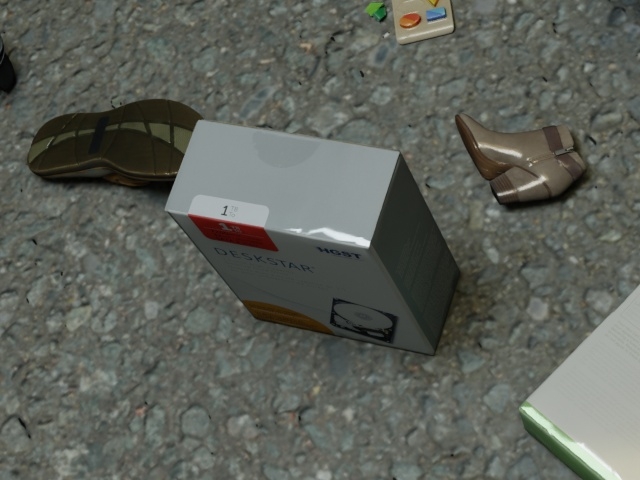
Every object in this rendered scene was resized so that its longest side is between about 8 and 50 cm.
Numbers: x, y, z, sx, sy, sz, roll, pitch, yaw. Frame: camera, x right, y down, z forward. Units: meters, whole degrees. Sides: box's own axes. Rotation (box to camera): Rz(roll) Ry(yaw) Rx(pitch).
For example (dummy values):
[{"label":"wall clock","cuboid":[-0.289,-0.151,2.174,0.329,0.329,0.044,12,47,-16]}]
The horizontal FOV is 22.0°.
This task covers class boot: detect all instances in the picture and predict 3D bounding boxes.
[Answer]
[{"label":"boot","cuboid":[0.182,-0.083,1.481,0.087,0.042,0.118,-24,61,-2]}]

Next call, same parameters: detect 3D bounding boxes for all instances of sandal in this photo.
[{"label":"sandal","cuboid":[-0.188,-0.082,1.591,0.219,0.060,0.090,-5,57,32]}]

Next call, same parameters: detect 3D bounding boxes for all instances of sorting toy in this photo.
[{"label":"sorting toy","cuboid":[0.085,-0.220,1.591,0.083,0.012,0.062,-12,62,12]}]

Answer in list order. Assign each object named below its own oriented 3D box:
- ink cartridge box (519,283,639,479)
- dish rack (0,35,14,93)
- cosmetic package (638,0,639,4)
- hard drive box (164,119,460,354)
[{"label":"ink cartridge box","cuboid":[0.301,0.113,1.335,0.235,0.056,0.171,-44,61,-10]},{"label":"dish rack","cuboid":[-0.457,-0.131,1.688,0.208,0.074,0.271,33,78,29]},{"label":"cosmetic package","cuboid":[0.353,-0.233,1.415,0.160,0.113,0.309,-31,49,10]},{"label":"hard drive box","cuboid":[0.000,0.000,1.384,0.181,0.232,0.089,10,68,23]}]
